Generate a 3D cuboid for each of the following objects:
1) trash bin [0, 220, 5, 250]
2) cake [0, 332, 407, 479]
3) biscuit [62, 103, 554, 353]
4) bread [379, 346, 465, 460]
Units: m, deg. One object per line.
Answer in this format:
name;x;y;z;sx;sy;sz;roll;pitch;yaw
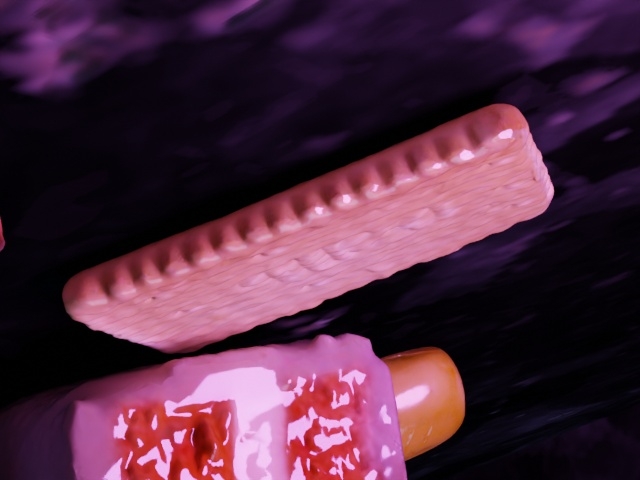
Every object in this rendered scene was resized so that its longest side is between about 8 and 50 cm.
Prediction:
trash bin;-0.199;0.025;0.393;0.184;0.161;0.239;-8;153;-32
cake;-0.076;0.221;0.827;0.237;0.309;0.230;-5;168;-33
biscuit;0.000;-0.001;0.713;0.249;0.030;0.160;-22;163;11
bread;-0.023;0.174;1.147;0.305;0.091;0.142;-16;158;-13
